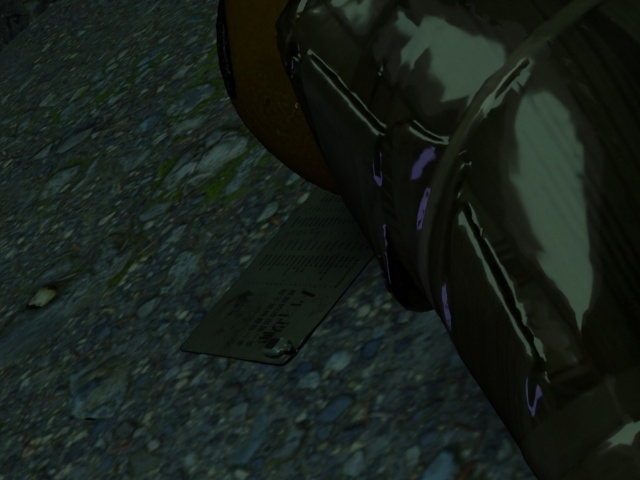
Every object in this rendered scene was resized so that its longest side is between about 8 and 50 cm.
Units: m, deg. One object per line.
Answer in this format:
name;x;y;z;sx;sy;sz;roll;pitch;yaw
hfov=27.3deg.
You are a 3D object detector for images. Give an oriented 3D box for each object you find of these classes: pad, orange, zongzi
pad;0.000;0.000;1.106;0.159;0.009;0.265;0;43;53
orange;0.054;-0.159;0.999;0.274;0.274;0.274;-29;26;16
zongzi;0.282;-0.046;0.721;0.500;0.218;0.467;-26;53;-8
